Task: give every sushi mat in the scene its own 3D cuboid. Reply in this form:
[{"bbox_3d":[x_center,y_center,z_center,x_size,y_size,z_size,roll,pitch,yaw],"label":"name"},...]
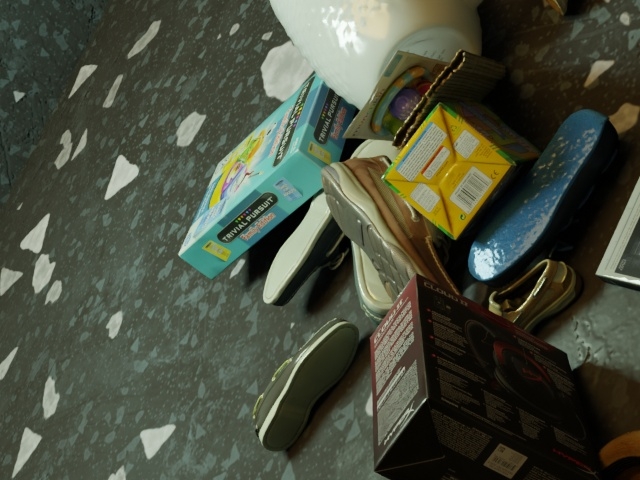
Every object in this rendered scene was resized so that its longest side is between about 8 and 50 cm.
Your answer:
[{"bbox_3d":[0.182,-0.188,1.725,0.151,0.019,0.316,-53,-11,15],"label":"sushi mat"}]

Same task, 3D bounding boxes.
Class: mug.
[{"bbox_3d":[0.132,-0.373,1.917,0.374,0.276,0.328,-44,43,14],"label":"mug"}]

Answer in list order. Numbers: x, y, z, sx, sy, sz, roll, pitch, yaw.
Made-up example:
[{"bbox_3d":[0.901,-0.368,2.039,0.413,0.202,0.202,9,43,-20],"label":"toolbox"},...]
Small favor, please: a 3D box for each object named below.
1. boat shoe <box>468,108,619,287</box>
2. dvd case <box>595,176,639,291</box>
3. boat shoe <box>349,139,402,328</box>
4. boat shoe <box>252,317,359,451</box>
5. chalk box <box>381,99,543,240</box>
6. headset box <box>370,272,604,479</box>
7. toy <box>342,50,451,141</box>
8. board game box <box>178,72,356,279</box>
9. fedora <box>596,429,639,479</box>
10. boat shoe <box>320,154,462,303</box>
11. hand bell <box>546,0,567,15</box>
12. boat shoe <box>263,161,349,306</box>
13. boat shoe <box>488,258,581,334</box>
[{"bbox_3d":[0.295,-0.038,1.581,0.258,0.089,0.109,-49,46,8],"label":"boat shoe"},{"bbox_3d":[0.433,-0.015,1.413,0.239,0.029,0.179,16,78,59],"label":"dvd case"},{"bbox_3d":[0.092,-0.010,1.818,0.116,0.099,0.319,-4,53,3],"label":"boat shoe"},{"bbox_3d":[-0.028,0.200,1.842,0.228,0.081,0.068,-56,35,11],"label":"boat shoe"},{"bbox_3d":[0.199,-0.098,1.669,0.132,0.213,0.132,41,109,13],"label":"chalk box"},{"bbox_3d":[0.173,0.174,1.384,0.110,0.218,0.293,-57,14,23],"label":"headset box"},{"bbox_3d":[0.130,-0.183,1.730,0.056,0.237,0.137,37,108,17],"label":"toy"},{"bbox_3d":[-0.084,-0.118,2.111,0.336,0.079,0.254,-39,22,38],"label":"board game box"},{"bbox_3d":[0.329,0.284,1.264,0.194,0.079,0.194,-47,27,33],"label":"fedora"},{"bbox_3d":[0.119,-0.006,1.677,0.116,0.123,0.324,-25,57,-14],"label":"boat shoe"},{"bbox_3d":[0.398,-0.443,1.775,0.242,0.126,0.126,-39,35,10],"label":"hand bell"},{"bbox_3d":[0.000,0.000,1.972,0.254,0.079,0.095,-60,29,-5],"label":"boat shoe"},{"bbox_3d":[0.233,0.088,1.569,0.190,0.072,0.068,-47,35,21],"label":"boat shoe"}]
